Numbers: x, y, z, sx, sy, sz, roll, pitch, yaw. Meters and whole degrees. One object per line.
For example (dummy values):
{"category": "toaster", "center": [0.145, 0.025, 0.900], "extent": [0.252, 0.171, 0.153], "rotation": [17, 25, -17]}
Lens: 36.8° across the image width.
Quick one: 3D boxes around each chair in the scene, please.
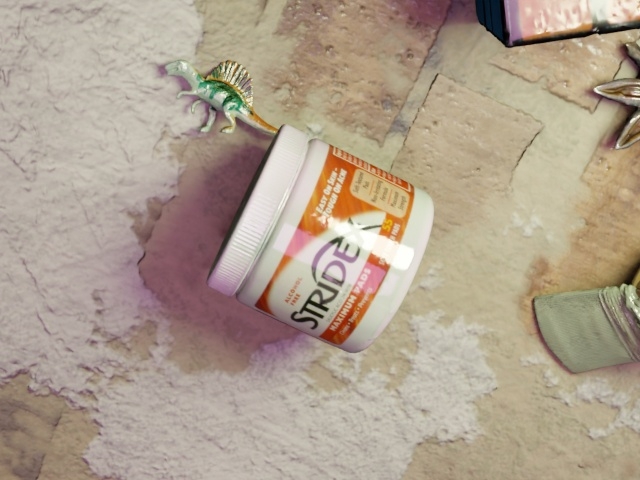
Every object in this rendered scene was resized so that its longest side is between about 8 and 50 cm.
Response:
{"category": "chair", "center": [0.501, 0.093, 1.422], "extent": [0.186, 0.319, 0.160], "rotation": [-44, 109, -31]}

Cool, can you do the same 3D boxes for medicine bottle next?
{"category": "medicine bottle", "center": [0.000, 0.000, 1.337], "extent": [0.241, 0.252, 0.252], "rotation": [25, 108, -6]}

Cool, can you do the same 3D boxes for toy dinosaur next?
{"category": "toy dinosaur", "center": [-0.130, -0.206, 1.384], "extent": [0.187, 0.044, 0.106], "rotation": [4, 94, 2]}

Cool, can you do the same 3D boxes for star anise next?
{"category": "star anise", "center": [0.496, -0.189, 1.345], "extent": [0.230, 0.081, 0.262], "rotation": [0, 98, 1]}

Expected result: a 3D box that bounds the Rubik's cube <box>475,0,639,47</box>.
{"category": "Rubik's cube", "center": [0.329, -0.405, 1.171], "extent": [0.293, 0.288, 0.283], "rotation": [-5, 108, 5]}
